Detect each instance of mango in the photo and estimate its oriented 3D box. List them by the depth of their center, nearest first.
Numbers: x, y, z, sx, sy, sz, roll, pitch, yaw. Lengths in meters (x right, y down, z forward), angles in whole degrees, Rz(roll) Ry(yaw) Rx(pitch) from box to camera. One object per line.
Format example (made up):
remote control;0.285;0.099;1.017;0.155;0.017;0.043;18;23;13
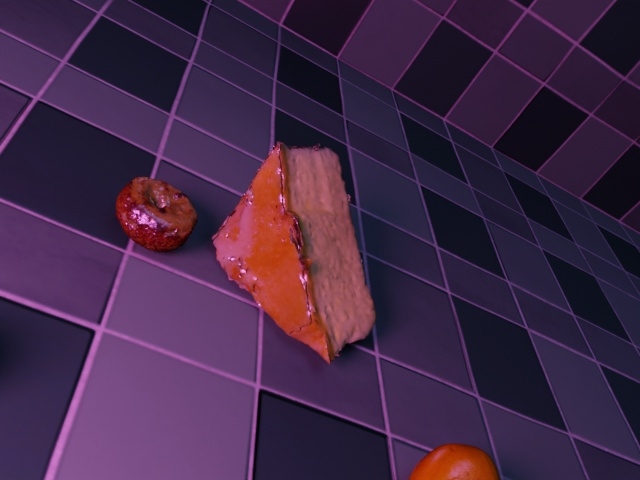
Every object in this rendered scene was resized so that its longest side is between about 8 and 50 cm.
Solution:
mango;0.197;0.393;0.978;0.145;0.112;0.219;48;34;9

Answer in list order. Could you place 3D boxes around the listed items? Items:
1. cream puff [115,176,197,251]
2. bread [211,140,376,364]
cream puff;-0.281;-0.040;1.114;0.149;0.084;0.149;30;29;-19
bread;0.000;0.000;1.181;0.315;0.279;0.248;35;21;22
